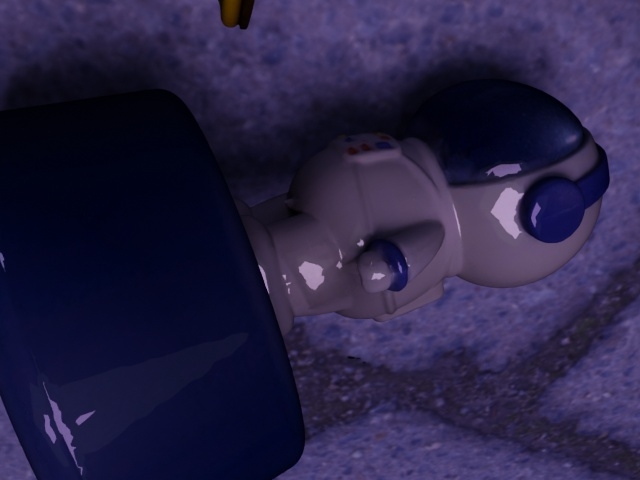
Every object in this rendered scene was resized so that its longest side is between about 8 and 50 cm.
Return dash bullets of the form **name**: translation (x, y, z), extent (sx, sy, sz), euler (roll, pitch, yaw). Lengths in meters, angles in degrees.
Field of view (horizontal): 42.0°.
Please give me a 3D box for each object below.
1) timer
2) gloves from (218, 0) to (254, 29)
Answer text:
- **timer**: translation (0.000, 0.000, 0.527), extent (0.384, 0.270, 0.270), euler (-20, 132, -12)
- **gloves**: translation (-0.173, -0.187, 0.409), extent (0.294, 0.116, 0.133), euler (8, 121, -10)
